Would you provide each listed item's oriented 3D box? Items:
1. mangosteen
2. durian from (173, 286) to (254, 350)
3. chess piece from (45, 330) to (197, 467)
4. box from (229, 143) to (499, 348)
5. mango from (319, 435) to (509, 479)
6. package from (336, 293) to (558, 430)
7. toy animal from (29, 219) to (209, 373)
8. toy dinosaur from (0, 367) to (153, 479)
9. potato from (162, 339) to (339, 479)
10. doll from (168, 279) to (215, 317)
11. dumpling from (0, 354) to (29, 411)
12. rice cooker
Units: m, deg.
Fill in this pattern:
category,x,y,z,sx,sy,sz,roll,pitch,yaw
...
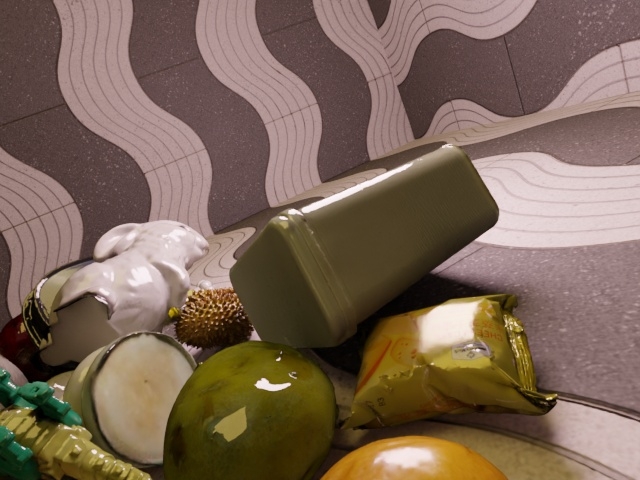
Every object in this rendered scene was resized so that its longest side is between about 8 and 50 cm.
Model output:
category,x,y,z,sx,sy,sz,roll,pitch,yaw
mangosteen,-0.673,0.274,1.027,0.257,0.215,0.215,1,3,-26
durian,-0.207,0.156,0.821,0.168,0.137,0.158,-15,17,-4
chess piece,-0.359,0.266,0.611,0.330,0.182,0.182,-23,13,24
box,0.054,0.018,0.678,0.344,0.177,0.352,-29,-4,-27
mango,0.036,0.222,0.257,0.227,0.109,0.147,-29,39,-22
package,0.124,0.136,0.449,0.226,0.090,0.168,-23,22,25
toy animal,-0.369,0.080,0.794,0.258,0.194,0.357,-8,32,7
toy dinosaur,-0.298,0.220,0.431,0.259,0.153,0.094,-1,36,20
potato,-0.071,0.198,0.441,0.186,0.148,0.253,-9,8,5
doll,-0.383,0.172,1.185,0.162,0.062,0.106,-33,21,-31
dumpling,-0.606,0.338,0.664,0.175,0.227,0.243,39,60,24
rice cooker,-0.507,0.183,0.907,0.267,0.267,0.224,-38,-20,-44
